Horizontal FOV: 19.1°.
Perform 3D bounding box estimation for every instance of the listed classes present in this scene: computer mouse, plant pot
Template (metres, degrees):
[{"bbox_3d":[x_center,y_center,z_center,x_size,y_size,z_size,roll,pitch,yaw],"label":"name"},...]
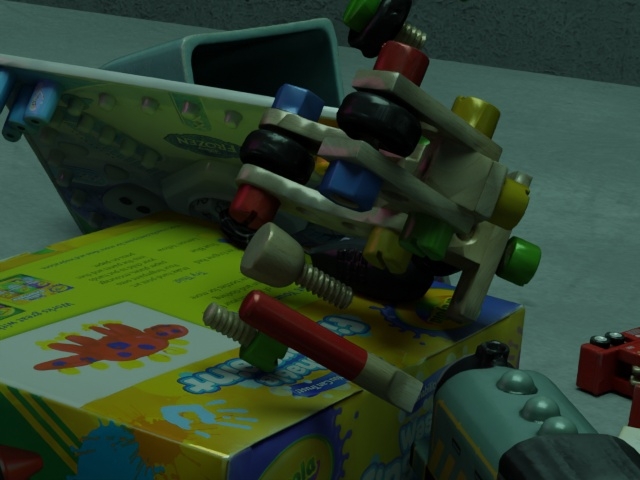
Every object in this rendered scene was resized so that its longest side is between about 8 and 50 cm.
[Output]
[{"bbox_3d":[0.000,0.000,1.582,0.242,0.041,0.071,19,20,41],"label":"computer mouse"},{"bbox_3d":[-0.139,-0.102,2.110,0.252,0.247,0.248,-3,8,41],"label":"plant pot"}]

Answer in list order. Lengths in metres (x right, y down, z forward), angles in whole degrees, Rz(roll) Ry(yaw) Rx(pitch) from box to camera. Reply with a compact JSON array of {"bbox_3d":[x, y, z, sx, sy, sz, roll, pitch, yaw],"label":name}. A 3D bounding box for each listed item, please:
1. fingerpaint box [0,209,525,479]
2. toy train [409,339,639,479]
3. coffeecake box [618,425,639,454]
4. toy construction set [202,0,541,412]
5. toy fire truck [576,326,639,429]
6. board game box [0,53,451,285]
[{"bbox_3d":[-0.106,0.128,1.467,0.371,0.163,0.445,14,18,28],"label":"fingerpaint box"},{"bbox_3d":[0.144,0.196,1.273,0.142,0.190,0.334,2,17,-12],"label":"toy train"},{"bbox_3d":[0.283,0.216,1.455,0.142,0.068,0.185,10,17,15],"label":"coffeecake box"},{"bbox_3d":[0.071,-0.003,1.368,0.237,0.257,0.309,31,50,-17],"label":"toy construction set"},{"bbox_3d":[0.319,0.128,1.794,0.135,0.047,0.192,20,22,40],"label":"toy fire truck"},{"bbox_3d":[-0.084,-0.020,1.755,0.390,0.050,0.390,10,-26,16],"label":"board game box"}]
